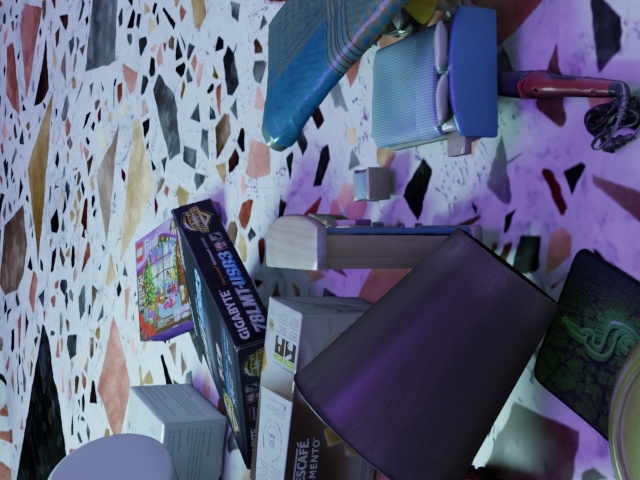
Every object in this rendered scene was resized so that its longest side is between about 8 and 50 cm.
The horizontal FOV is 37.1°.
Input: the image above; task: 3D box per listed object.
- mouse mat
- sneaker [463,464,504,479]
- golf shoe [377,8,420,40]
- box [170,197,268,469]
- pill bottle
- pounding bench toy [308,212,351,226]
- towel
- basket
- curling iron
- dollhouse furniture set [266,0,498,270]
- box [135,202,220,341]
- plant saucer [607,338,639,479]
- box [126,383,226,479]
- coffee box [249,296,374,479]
[{"bbox_3d":[0.278,0.111,0.891,0.189,0.007,0.153,41,123,51],"label":"mouse mat"},{"bbox_3d":[0.190,0.310,0.964,0.225,0.088,0.093,-151,63,-66],"label":"sneaker"},{"bbox_3d":[0.044,-0.289,1.227,0.198,0.094,0.077,-1,89,61],"label":"golf shoe"},{"bbox_3d":[-0.134,0.139,1.420,0.296,0.073,0.293,90,157,-45],"label":"box"},{"bbox_3d":[-0.282,0.508,1.472,0.224,0.224,0.392,40,144,53],"label":"pill bottle"},{"bbox_3d":[0.000,0.000,1.289,0.052,0.083,0.065,25,109,57],"label":"pounding bench toy"},{"bbox_3d":[0.051,-0.296,1.067,0.370,0.040,0.271,-45,30,35],"label":"towel"},{"bbox_3d":[0.120,0.115,0.960,0.204,0.154,0.227,40,98,12],"label":"basket"},{"bbox_3d":[0.220,-0.145,0.975,0.274,0.035,0.068,31,114,56],"label":"curling iron"},{"bbox_3d":[0.039,-0.121,1.090,0.286,0.198,0.303,-179,90,-65],"label":"dollhouse furniture set"},{"bbox_3d":[-0.262,0.066,1.749,0.293,0.057,0.201,-26,65,56],"label":"box"},{"bbox_3d":[0.321,0.169,0.777,0.241,0.037,0.241,-4,86,58],"label":"plant saucer"},{"bbox_3d":[-0.259,0.364,1.665,0.182,0.119,0.181,23,108,58],"label":"box"},{"bbox_3d":[0.000,0.201,1.221,0.098,0.141,0.247,19,104,59],"label":"coffee box"}]
